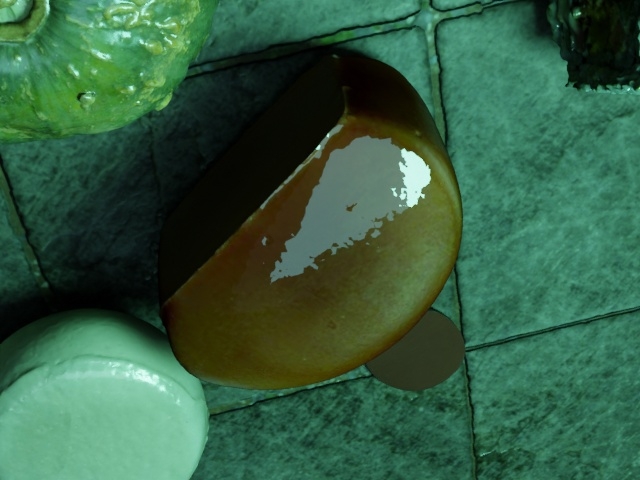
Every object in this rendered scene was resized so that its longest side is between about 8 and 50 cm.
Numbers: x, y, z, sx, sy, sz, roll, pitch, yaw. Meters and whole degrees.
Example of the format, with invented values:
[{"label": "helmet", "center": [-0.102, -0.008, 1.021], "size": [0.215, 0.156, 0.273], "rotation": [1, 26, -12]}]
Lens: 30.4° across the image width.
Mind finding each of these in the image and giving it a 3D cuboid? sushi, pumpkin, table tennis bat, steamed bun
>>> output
[{"label": "sushi", "center": [0.337, -0.236, 1.200], "size": [0.139, 0.274, 0.184], "rotation": [-11, 105, -16]}, {"label": "pumpkin", "center": [-0.255, -0.227, 1.078], "size": [0.328, 0.257, 0.291], "rotation": [2, 112, -6]}, {"label": "table tennis bat", "center": [0.107, 0.125, 1.551], "size": [0.130, 0.019, 0.220], "rotation": [-32, 126, 11]}, {"label": "steamed bun", "center": [0.000, 0.000, 1.304], "size": [0.248, 0.235, 0.379], "rotation": [36, 110, -25]}, {"label": "steamed bun", "center": [-0.279, 0.200, 1.420], "size": [0.283, 0.177, 0.283], "rotation": [-6, 122, -10]}]
